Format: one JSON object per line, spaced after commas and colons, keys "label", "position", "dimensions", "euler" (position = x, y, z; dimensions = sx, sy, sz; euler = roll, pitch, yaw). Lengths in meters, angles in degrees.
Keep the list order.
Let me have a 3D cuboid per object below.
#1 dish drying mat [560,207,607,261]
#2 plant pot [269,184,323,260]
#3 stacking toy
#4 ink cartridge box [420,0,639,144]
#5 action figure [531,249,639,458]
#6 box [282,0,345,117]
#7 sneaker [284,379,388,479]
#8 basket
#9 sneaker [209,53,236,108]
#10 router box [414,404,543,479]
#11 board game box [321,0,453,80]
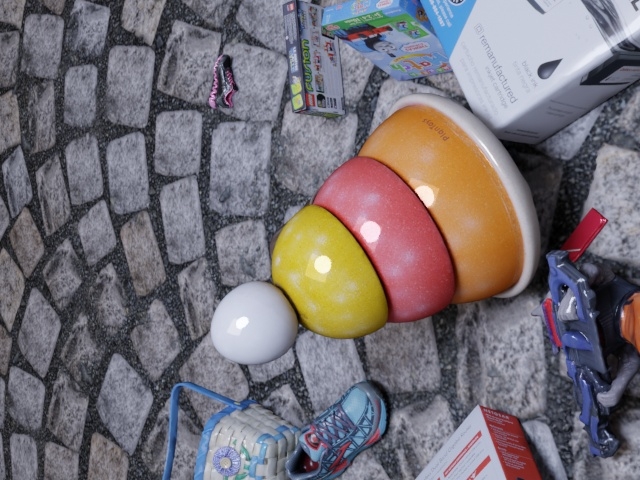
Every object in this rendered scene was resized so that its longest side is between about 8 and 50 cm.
{"label": "dish drying mat", "position": [0.399, -0.008, 1.286], "dimensions": [0.032, 0.008, 0.083], "euler": [49, 122, 32]}
{"label": "plant pot", "position": [0.000, 0.000, 1.564], "dimensions": [0.165, 0.167, 0.166], "euler": [-31, 70, 47]}
{"label": "stacking toy", "position": [0.045, 0.025, 1.250], "dimensions": [0.350, 0.480, 0.350], "euler": [52, 161, 26]}
{"label": "ink cartridge box", "position": [0.367, -0.361, 1.199], "dimensions": [0.395, 0.166, 0.285], "euler": [-35, 69, 37]}
{"label": "action figure", "position": [0.450, 0.152, 1.184], "dimensions": [0.330, 0.179, 0.341], "euler": [19, 131, 48]}
{"label": "box", "position": [-0.012, -0.339, 1.588], "dimensions": [0.036, 0.114, 0.206], "euler": [-8, 85, 43]}
{"label": "sneaker", "position": [0.025, 0.366, 1.563], "dimensions": [0.104, 0.125, 0.261], "euler": [49, 122, 30]}
{"label": "basket", "position": [-0.195, 0.436, 1.717], "dimensions": [0.289, 0.201, 0.254], "euler": [9, 98, 33]}
{"label": "sneaker", "position": [-0.201, -0.339, 1.819], "dimensions": [0.057, 0.047, 0.119], "euler": [16, 106, 25]}
{"label": "router box", "position": [0.224, 0.479, 1.312], "dimensions": [0.335, 0.082, 0.301], "euler": [-58, 23, 28]}
{"label": "board game box", "position": [0.131, -0.333, 1.390], "dimensions": [0.160, 0.212, 0.039], "euler": [-2, 72, 43]}
